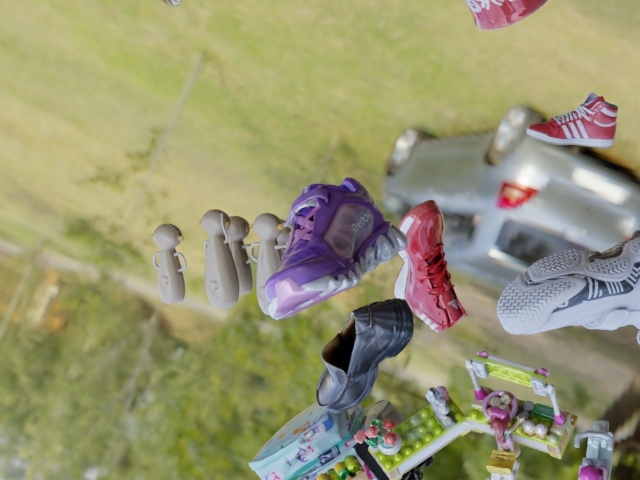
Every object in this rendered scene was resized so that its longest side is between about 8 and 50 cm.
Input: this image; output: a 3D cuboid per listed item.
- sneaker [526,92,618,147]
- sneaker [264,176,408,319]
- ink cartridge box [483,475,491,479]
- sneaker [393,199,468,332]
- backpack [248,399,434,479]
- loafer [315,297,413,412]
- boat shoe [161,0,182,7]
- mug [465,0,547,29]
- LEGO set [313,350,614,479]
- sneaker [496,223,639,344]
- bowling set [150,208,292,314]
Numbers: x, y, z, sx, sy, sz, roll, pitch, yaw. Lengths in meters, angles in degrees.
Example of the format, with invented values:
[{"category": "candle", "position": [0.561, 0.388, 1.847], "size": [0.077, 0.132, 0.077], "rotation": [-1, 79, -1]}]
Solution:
[{"category": "sneaker", "position": [0.323, -0.156, 1.895], "size": [0.118, 0.067, 0.042], "rotation": [3, -156, -14]}, {"category": "sneaker", "position": [0.000, 0.000, 1.449], "size": [0.095, 0.104, 0.236], "rotation": [-23, -174, 28]}, {"category": "ink cartridge box", "position": [0.130, 0.488, 1.766], "size": [0.166, 0.285, 0.395], "rotation": [32, 146, -5]}, {"category": "sneaker", "position": [0.175, 0.047, 2.163], "size": [0.128, 0.087, 0.221], "rotation": [47, 157, 32]}, {"category": "backpack", "position": [0.006, 0.342, 2.136], "size": [0.191, 0.253, 0.225], "rotation": [46, -165, 2]}, {"category": "loafer", "position": [0.027, 0.111, 1.454], "size": [0.061, 0.062, 0.170], "rotation": [4, 138, -27]}, {"category": "boat shoe", "position": [-0.116, -0.275, 1.216], "size": [0.098, 0.096, 0.277], "rotation": [43, 167, 0]}, {"category": "mug", "position": [0.202, -0.357, 1.729], "size": [0.169, 0.150, 0.113], "rotation": [53, 169, -29]}, {"category": "LEGO set", "position": [0.126, 0.174, 1.380], "size": [0.287, 0.132, 0.107], "rotation": [-5, 145, 15]}, {"category": "sneaker", "position": [0.433, 0.101, 2.077], "size": [0.137, 0.366, 0.210], "rotation": [34, 145, 67]}, {"category": "bowling set", "position": [-0.112, 0.014, 2.324], "size": [0.287, 0.154, 0.200], "rotation": [4, -166, 36]}]
